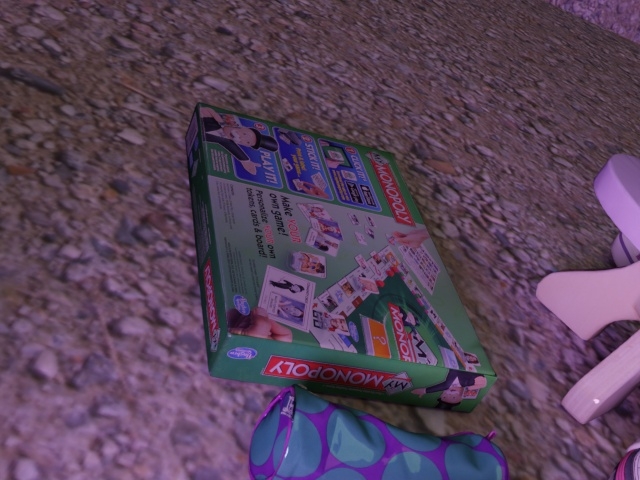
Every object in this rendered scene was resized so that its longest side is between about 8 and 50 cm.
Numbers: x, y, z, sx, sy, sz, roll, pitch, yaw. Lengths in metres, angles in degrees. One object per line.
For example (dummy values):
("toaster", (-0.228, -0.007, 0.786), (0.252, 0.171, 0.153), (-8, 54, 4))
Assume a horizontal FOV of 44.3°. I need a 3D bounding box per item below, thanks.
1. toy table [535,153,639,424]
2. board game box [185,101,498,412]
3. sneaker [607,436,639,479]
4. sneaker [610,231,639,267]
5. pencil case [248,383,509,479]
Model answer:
("toy table", (0.324, 0.069, 0.695), (0.252, 0.160, 0.274), (1, 40, -35))
("board game box", (0.000, 0.000, 0.674), (0.214, 0.046, 0.317), (13, 34, -22))
("sneaker", (0.310, 0.245, 0.494), (0.112, 0.120, 0.299), (-39, 66, -24))
("sneaker", (0.450, 0.042, 0.827), (0.102, 0.161, 0.282), (-6, 43, -39))
("pencil case", (0.036, 0.135, 0.483), (0.152, 0.064, 0.070), (19, 57, -13))
